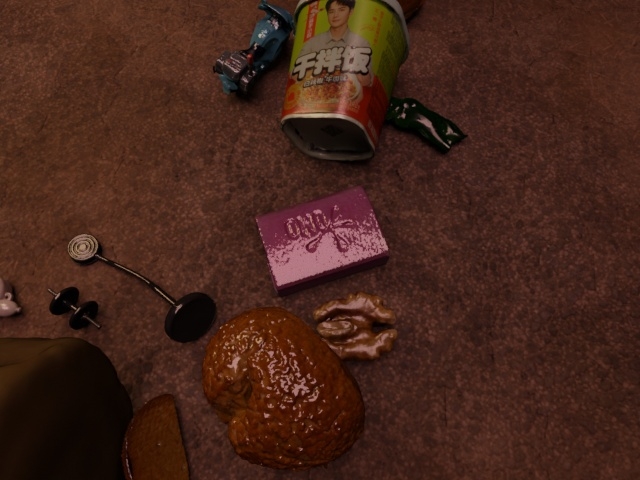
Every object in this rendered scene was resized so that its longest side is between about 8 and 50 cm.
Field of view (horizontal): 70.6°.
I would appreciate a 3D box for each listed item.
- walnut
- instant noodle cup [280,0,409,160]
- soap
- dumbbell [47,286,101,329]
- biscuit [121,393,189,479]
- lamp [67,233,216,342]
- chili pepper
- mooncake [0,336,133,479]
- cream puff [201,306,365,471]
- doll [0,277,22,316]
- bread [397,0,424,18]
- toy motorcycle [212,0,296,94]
[{"bbox_3d":[0.071,0.179,0.932,0.171,0.069,0.142,-1,69,1],"label":"walnut"},{"bbox_3d":[0.048,-0.366,1.053,0.294,0.294,0.307,11,77,4],"label":"instant noodle cup"},{"bbox_3d":[0.000,-0.001,0.996,0.260,0.081,0.181,-16,69,-6],"label":"soap"},{"bbox_3d":[-0.513,0.141,0.943,0.147,0.069,0.069,31,71,11],"label":"dumbbell"},{"bbox_3d":[-0.302,0.390,0.824,0.025,0.126,0.206,-30,67,30],"label":"biscuit"},{"bbox_3d":[-0.389,0.071,0.951,0.371,0.108,0.130,37,69,14],"label":"lamp"},{"bbox_3d":[0.257,-0.295,1.129,0.225,0.061,0.098,27,64,12],"label":"chili pepper"},{"bbox_3d":[-0.484,0.372,0.657,0.263,0.467,0.466,0,68,7],"label":"mooncake"},{"bbox_3d":[-0.079,0.262,0.777,0.212,0.303,0.303,-36,72,-26],"label":"cream puff"},{"bbox_3d":[-0.716,0.149,0.945,0.161,0.059,0.159,22,71,9],"label":"doll"},{"bbox_3d":[0.150,-0.743,1.248,0.313,0.172,0.311,1,70,-2],"label":"bread"},{"bbox_3d":[-0.153,-0.488,1.141,0.124,0.182,0.272,37,73,0],"label":"toy motorcycle"}]
